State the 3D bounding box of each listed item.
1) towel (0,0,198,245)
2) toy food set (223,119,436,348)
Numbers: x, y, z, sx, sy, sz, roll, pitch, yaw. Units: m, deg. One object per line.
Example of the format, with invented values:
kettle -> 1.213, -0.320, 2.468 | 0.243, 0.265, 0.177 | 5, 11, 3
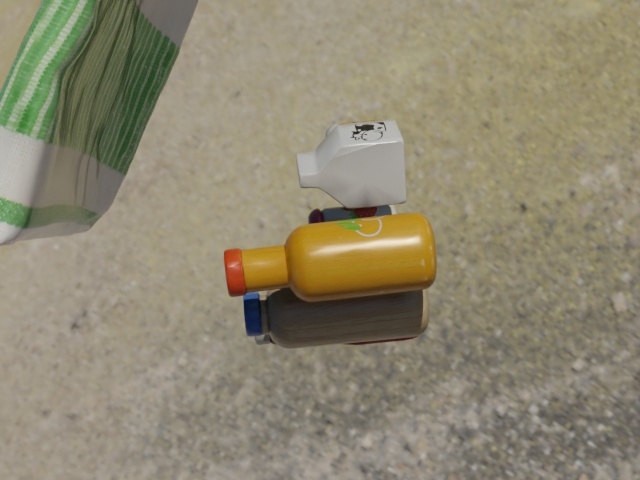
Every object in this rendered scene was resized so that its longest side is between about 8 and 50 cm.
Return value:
towel -> -0.066, -0.148, 0.573 | 0.325, 0.038, 0.248 | -63, 3, 1
toy food set -> 0.000, 0.000, 0.712 | 0.104, 0.111, 0.232 | -6, 24, -2
